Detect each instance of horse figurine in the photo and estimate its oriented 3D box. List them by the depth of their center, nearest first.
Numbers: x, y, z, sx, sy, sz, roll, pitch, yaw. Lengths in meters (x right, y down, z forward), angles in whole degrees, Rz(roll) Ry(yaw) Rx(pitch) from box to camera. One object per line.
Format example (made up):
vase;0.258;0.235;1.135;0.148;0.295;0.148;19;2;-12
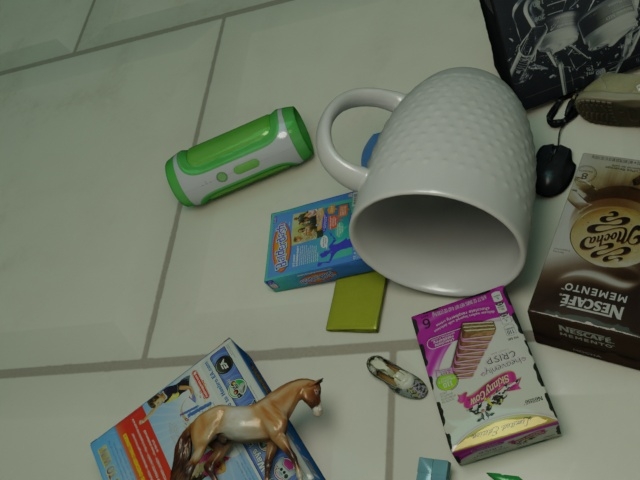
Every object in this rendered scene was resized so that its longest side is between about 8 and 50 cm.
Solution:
horse figurine;-0.120;0.304;1.065;0.263;0.066;0.174;-13;59;13

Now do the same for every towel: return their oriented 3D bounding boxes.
towel;0.078;0.057;1.286;0.102;0.021;0.237;-4;57;29

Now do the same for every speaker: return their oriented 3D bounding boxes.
speaker;-0.170;-0.175;1.486;0.297;0.131;0.131;-22;52;10

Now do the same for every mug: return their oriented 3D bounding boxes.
mug;0.173;-0.133;1.172;0.374;0.276;0.328;20;57;-2

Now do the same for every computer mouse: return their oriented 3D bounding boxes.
computer mouse;0.428;-0.181;1.273;0.071;0.041;0.242;5;60;28

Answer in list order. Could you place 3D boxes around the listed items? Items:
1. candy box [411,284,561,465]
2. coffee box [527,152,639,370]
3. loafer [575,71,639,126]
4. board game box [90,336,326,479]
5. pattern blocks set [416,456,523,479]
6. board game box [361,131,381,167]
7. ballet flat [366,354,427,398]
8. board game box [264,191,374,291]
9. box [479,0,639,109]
candy box;0.246;0.201;1.076;0.159;0.071;0.233;-21;52;10
coffee box;0.445;0.026;1.073;0.168;0.119;0.297;13;64;30
loafer;0.579;-0.244;1.207;0.268;0.102;0.092;17;72;33
board game box;-0.187;0.369;1.149;0.302;0.086;0.308;-37;51;-2
pattern blocks set;0.187;0.465;0.944;0.285;0.026;0.324;9;67;32
board game box;0.164;-0.159;1.385;0.169;0.033;0.133;-12;61;20
ballet flat;0.119;0.219;1.142;0.114;0.041;0.041;25;71;35
board game box;0.000;0.000;1.325;0.210;0.047;0.160;-13;54;25
box;0.464;-0.452;1.255;0.343;0.312;0.179;-20;46;12
